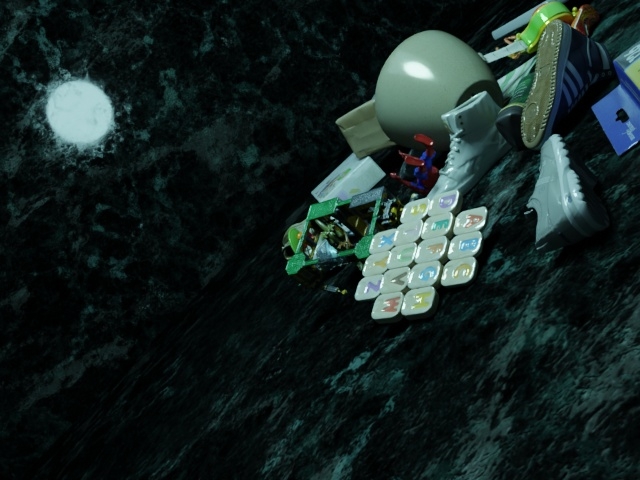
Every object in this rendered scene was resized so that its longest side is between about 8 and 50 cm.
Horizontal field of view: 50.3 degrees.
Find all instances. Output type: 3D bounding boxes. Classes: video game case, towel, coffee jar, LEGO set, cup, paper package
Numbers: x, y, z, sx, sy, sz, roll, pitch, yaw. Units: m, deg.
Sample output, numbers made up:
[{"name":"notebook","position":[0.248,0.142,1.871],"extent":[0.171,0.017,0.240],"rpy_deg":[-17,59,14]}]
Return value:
[{"name":"video game case","position":[0.757,-0.773,2.213],"extent":[0.300,0.036,0.329],"rpy_deg":[-32,9,-13]},{"name":"towel","position":[0.514,-0.435,2.034],"extent":[0.325,0.038,0.248],"rpy_deg":[-30,18,51]},{"name":"coffee jar","position":[0.468,-0.296,1.547],"extent":[0.079,0.096,0.184],"rpy_deg":[-23,23,51]},{"name":"LEGO set","position":[0.099,0.021,1.616],"extent":[0.331,0.192,0.255],"rpy_deg":[-22,44,36]},{"name":"cup","position":[0.346,-0.373,1.823],"extent":[0.331,0.331,0.237],"rpy_deg":[-45,38,-3]},{"name":"paper package","position":[0.268,-0.442,2.348],"extent":[0.325,0.168,0.309],"rpy_deg":[-34,11,-26]}]

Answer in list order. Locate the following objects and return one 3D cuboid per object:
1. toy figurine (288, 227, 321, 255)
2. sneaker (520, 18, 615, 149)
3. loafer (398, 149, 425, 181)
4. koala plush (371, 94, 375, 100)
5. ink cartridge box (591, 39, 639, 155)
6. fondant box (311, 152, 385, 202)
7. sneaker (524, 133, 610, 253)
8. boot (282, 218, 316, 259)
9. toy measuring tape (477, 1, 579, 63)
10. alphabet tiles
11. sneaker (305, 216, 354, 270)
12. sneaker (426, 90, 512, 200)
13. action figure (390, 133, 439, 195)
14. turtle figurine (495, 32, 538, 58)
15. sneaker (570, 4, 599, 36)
[{"name":"toy figurine","position":[0.000,0.000,2.128],"extent":[0.159,0.130,0.173],"rpy_deg":[-29,38,22]},{"name":"sneaker","position":[0.529,-0.313,1.450],"extent":[0.099,0.153,0.282],"rpy_deg":[177,107,-69]},{"name":"loafer","position":[0.282,-0.241,2.089],"extent":[0.170,0.062,0.061],"rpy_deg":[-51,9,-37]},{"name":"koala plush","position":[0.273,-0.484,2.714],"extent":[0.196,0.203,0.221],"rpy_deg":[-46,0,-10]},{"name":"ink cartridge box","position":[0.611,-0.310,1.185],"extent":[0.307,0.072,0.303],"rpy_deg":[-37,14,25]},{"name":"fondant box","position":[0.096,-0.209,2.526],"extent":[0.238,0.096,0.330],"rpy_deg":[-43,11,3]},{"name":"sneaker","position":[0.372,-0.081,1.095],"extent":[0.115,0.105,0.281],"rpy_deg":[-38,14,29]},{"name":"boot","position":[-0.095,0.011,2.459],"extent":[0.213,0.077,0.165],"rpy_deg":[-31,20,46]},{"name":"toy measuring tape","position":[0.587,-0.585,1.898],"extent":[0.330,0.121,0.121],"rpy_deg":[-20,10,-7]},{"name":"alphabet tiles","position":[0.187,0.028,1.308],"extent":[0.278,0.021,0.284],"rpy_deg":[-13,46,43]},{"name":"sneaker","position":[0.079,-0.015,1.953],"extent":[0.122,0.110,0.283],"rpy_deg":[-6,39,43]},{"name":"sneaker","position":[0.318,-0.213,1.598],"extent":[0.292,0.169,0.108],"rpy_deg":[-46,13,-2]},{"name":"action figure","position":[0.227,-0.190,1.711],"extent":[0.091,0.139,0.280],"rpy_deg":[-63,-21,-7]},{"name":"turtle figurine","position":[0.650,-0.614,2.066],"extent":[0.217,0.087,0.269],"rpy_deg":[-31,2,17]},{"name":"sneaker","position":[0.704,-0.585,1.851],"extent":[0.175,0.064,0.067],"rpy_deg":[-48,2,-33]}]
